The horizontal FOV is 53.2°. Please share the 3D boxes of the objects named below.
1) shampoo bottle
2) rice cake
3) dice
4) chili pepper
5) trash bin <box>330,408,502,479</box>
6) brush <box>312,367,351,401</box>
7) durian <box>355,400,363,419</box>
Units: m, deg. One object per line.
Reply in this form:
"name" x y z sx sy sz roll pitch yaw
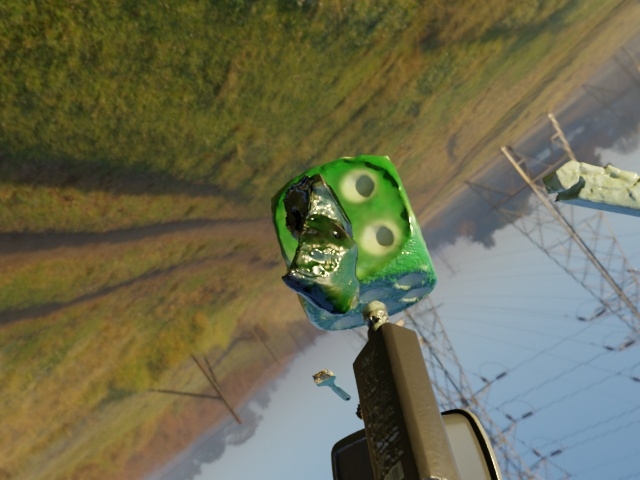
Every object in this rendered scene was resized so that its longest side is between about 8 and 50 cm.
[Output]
"shampoo bottle" 0.095 0.197 0.827 0.098 0.071 0.309 -60 -156 32
"rice cake" 0.475 -0.054 0.876 0.066 0.336 0.063 116 -17 -84
"dice" 0.071 0.008 1.381 0.297 0.300 0.287 -20 158 5
"chili pepper" 0.005 -0.006 0.994 0.116 0.148 0.264 -39 -149 15
"trash bin" 0.169 0.384 1.017 0.290 0.209 0.182 13 144 -43
"brush" 0.034 0.355 1.550 0.051 0.014 0.164 -29 136 12
"durian" 0.126 0.366 1.464 0.130 0.066 0.052 -24 131 -42
